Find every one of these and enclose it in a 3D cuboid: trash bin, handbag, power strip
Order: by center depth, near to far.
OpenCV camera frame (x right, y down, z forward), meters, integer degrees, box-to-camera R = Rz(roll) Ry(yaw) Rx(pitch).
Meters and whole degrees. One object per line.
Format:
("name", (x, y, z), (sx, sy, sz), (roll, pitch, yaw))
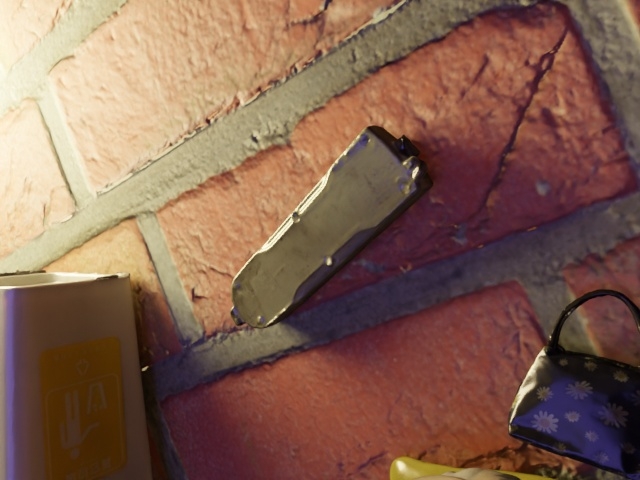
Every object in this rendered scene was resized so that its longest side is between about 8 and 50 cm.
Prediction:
("handbag", (0.230, 0.110, 0.474), (0.115, 0.072, 0.139), (13, 91, 29))
("power strip", (-0.002, 0.001, 0.592), (0.286, 0.048, 0.080), (-46, 73, 27))
("trash bin", (-0.378, 0.225, 0.741), (0.295, 0.255, 0.368), (0, 92, 31))

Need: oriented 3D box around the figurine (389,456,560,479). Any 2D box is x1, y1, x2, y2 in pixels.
("figurine", (0.112, 0.385, 0.401), (0.266, 0.377, 0.362), (-20, 87, 31))
